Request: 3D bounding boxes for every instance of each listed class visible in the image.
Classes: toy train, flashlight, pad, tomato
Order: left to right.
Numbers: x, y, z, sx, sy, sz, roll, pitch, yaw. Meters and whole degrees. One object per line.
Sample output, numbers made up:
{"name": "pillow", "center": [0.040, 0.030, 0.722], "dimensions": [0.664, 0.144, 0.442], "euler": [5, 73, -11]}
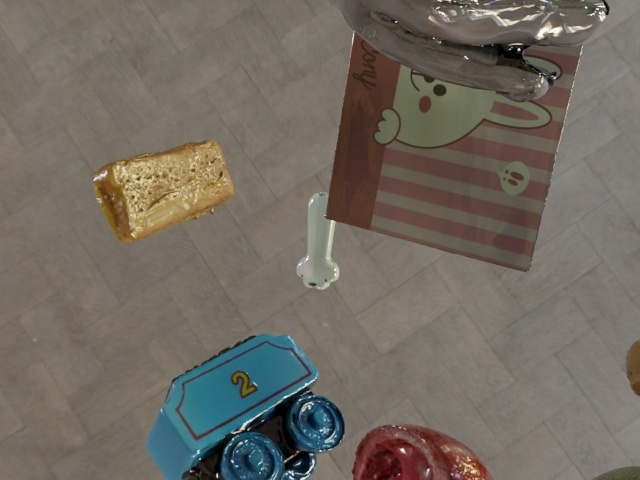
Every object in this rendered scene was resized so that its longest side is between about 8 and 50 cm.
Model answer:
{"name": "toy train", "center": [-0.122, 0.315, 1.189], "dimensions": [0.300, 0.188, 0.265], "euler": [-24, 64, -41]}
{"name": "flashlight", "center": [0.000, 0.000, 1.422], "dimensions": [0.093, 0.047, 0.201], "euler": [8, 99, 25]}
{"name": "tomato", "center": [0.119, 0.278, 0.719], "dimensions": [0.099, 0.173, 0.189], "euler": [-6, 78, -35]}
{"name": "pad", "center": [0.114, -0.138, 0.593], "dimensions": [0.202, 0.005, 0.300], "euler": [16, 108, 22]}

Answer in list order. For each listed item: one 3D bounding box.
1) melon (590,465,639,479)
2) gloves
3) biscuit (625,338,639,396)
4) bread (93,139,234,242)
{"name": "melon", "center": [0.611, 0.586, 1.375], "dimensions": [0.301, 0.237, 0.238], "euler": [-21, 82, -21]}
{"name": "gloves", "center": [0.025, -0.181, 0.325], "dimensions": [0.285, 0.142, 0.119], "euler": [44, 87, -12]}
{"name": "biscuit", "center": [0.582, 0.157, 0.832], "dimensions": [0.394, 0.350, 0.070], "euler": [-11, 63, 31]}
{"name": "bread", "center": [-0.250, -0.084, 1.139], "dimensions": [0.077, 0.271, 0.139], "euler": [-12, 102, 31]}
